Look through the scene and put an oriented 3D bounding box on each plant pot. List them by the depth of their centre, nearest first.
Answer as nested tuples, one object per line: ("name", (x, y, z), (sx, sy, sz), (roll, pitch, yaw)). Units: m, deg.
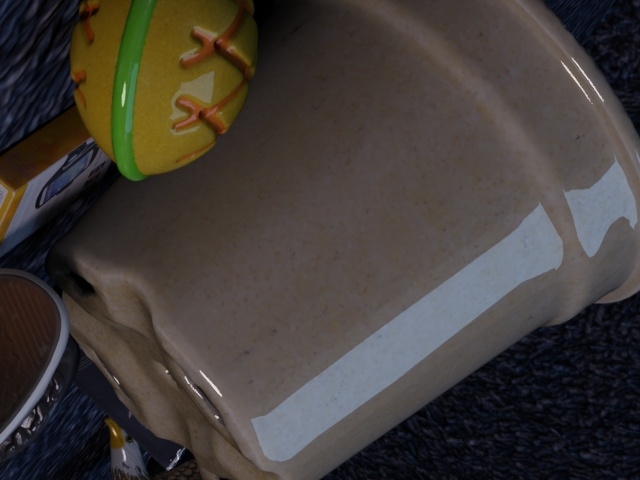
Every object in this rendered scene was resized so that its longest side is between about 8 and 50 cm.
("plant pot", (0.000, 0.000, 1.246), (0.305, 0.334, 0.334), (-40, 169, -19))

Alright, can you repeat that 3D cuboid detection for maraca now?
("maraca", (-0.081, -0.121, 1.020), (0.127, 0.099, 0.186), (-55, 158, -69))

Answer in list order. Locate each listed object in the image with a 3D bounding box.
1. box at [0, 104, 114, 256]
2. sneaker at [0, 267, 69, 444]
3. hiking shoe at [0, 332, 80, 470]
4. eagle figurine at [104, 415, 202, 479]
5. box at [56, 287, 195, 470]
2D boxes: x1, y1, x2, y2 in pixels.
("box", (-0.164, -0.044, 1.162), (0.136, 0.028, 0.081), (-44, 171, -45))
("sneaker", (-0.269, 0.120, 1.159), (0.290, 0.106, 0.123), (-42, -179, 3))
("hiking shoe", (-0.251, 0.128, 1.361), (0.227, 0.086, 0.114), (-46, -174, 17))
("eagle figurine", (-0.166, 0.267, 2.015), (0.298, 0.226, 0.225), (-35, 144, -41))
("box", (-0.112, 0.061, 1.440), (0.156, 0.158, 0.093), (-50, 171, 11))
